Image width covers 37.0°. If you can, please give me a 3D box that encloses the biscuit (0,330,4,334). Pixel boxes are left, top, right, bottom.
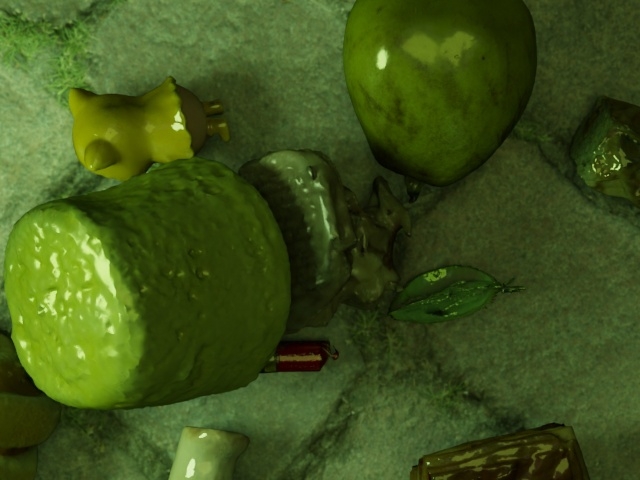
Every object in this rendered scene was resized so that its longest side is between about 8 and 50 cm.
[{"bbox_3d":[-0.586,0.219,1.473,0.182,0.034,0.215,21,93,-9],"label":"biscuit"}]

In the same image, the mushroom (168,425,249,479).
[{"bbox_3d":[-0.176,0.477,1.391,0.315,0.315,0.356,37,92,-5],"label":"mushroom"}]

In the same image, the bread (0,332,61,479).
[{"bbox_3d":[-0.543,0.290,1.365,0.300,0.210,0.341,29,91,-15],"label":"bread"}]

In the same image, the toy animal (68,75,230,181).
[{"bbox_3d":[-0.253,-0.168,1.426,0.229,0.156,0.156,-12,93,-17],"label":"toy animal"}]

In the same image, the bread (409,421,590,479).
[{"bbox_3d":[0.278,0.439,1.484,0.277,0.167,0.325,-11,102,-4],"label":"bread"}]

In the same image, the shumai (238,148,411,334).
[{"bbox_3d":[0.000,0.000,1.457,0.314,0.262,0.267,-42,65,37],"label":"shumai"}]

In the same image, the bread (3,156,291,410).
[{"bbox_3d":[-0.236,0.064,1.302,0.348,0.307,0.348,7,102,39],"label":"bread"}]

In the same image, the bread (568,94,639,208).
[{"bbox_3d":[0.536,-0.114,1.499,0.267,0.130,0.152,22,82,-5],"label":"bread"}]

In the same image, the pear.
[{"bbox_3d":[0.168,-0.235,1.404,0.287,0.287,0.375,7,106,-5],"label":"pear"}]

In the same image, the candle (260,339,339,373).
[{"bbox_3d":[-0.036,0.182,1.507,0.130,0.052,0.052,-2,93,-5],"label":"candle"}]

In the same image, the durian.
[{"bbox_3d":[0.208,0.088,1.495,0.215,0.100,0.086,-14,97,3],"label":"durian"}]
